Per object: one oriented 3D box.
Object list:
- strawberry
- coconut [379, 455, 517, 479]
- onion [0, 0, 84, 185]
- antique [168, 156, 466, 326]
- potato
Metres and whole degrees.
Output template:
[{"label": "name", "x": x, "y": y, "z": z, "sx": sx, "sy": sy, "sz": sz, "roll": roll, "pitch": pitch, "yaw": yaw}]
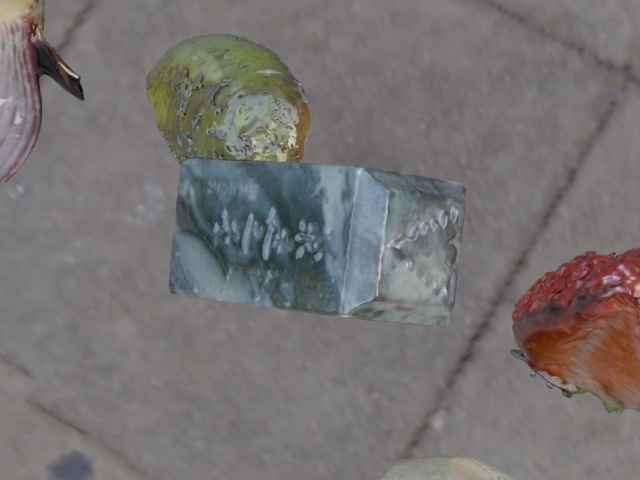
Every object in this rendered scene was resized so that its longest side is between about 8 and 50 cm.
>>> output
[{"label": "strawberry", "x": 0.211, "y": 0.050, "z": 1.426, "sx": 0.174, "sy": 0.228, "sz": 0.098, "roll": 18, "pitch": 70, "yaw": 30}, {"label": "coconut", "x": 0.125, "y": 0.302, "z": 1.658, "sx": 0.230, "sy": 0.227, "sz": 0.227, "roll": 30, "pitch": 80, "yaw": 15}, {"label": "onion", "x": -0.336, "y": -0.120, "z": 1.168, "sx": 0.348, "sy": 0.267, "sz": 0.159, "roll": -21, "pitch": 36, "yaw": -2}, {"label": "antique", "x": 0.000, "y": 0.000, "z": 1.179, "sx": 0.183, "sy": 0.086, "sz": 0.088, "roll": 5, "pitch": 89, "yaw": 49}, {"label": "potato", "x": -0.082, "y": -0.105, "z": 1.530, "sx": 0.119, "sy": 0.054, "sz": 0.198, "roll": -54, "pitch": 41, "yaw": 17}]
